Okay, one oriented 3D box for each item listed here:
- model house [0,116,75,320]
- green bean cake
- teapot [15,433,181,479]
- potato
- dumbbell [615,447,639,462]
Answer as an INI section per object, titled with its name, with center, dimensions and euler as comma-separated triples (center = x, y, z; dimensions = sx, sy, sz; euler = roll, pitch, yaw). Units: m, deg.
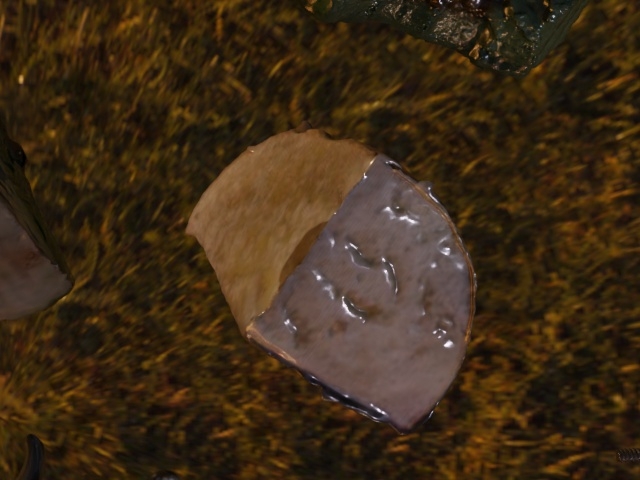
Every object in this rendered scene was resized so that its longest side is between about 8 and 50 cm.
[model house]
center = -0.355, -0.051, 1.005
dimensions = 0.284, 0.243, 0.298
euler = -28, 56, -5
[green bean cake]
center = 0.106, -0.293, 1.487
dimensions = 0.308, 0.169, 0.300
euler = 40, 36, 8
[teapot]
center = -0.124, 0.219, 1.011
dimensions = 0.239, 0.162, 0.149
euler = 28, 84, 29
[potato]
center = 0.027, 0.007, 1.399
dimensions = 0.189, 0.264, 0.211
euler = 28, 102, -28
[dumbbell]
center = 0.258, 0.130, 0.976
dimensions = 0.147, 0.069, 0.069
euler = -4, 84, 1
